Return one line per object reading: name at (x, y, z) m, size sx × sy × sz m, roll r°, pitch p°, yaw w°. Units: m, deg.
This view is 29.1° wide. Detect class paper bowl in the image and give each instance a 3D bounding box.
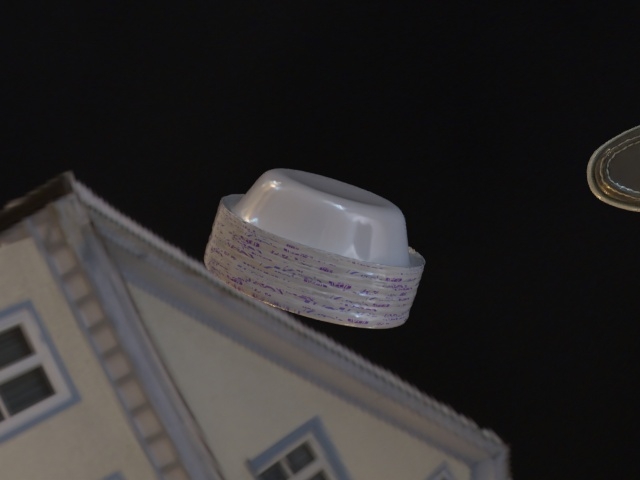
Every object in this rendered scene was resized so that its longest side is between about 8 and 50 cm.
paper bowl at (0.000, 0.000, 1.624) m, size 0.284 × 0.284 × 0.148 m, roll 22°, pitch -79°, yaw 26°

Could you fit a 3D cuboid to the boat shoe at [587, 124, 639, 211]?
boat shoe at (0.449, -0.093, 1.347) m, size 0.305 × 0.091 × 0.109 m, roll -6°, pitch -92°, yaw 2°
